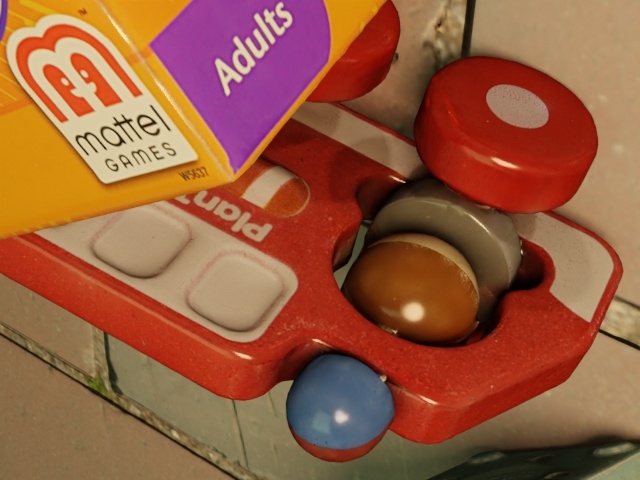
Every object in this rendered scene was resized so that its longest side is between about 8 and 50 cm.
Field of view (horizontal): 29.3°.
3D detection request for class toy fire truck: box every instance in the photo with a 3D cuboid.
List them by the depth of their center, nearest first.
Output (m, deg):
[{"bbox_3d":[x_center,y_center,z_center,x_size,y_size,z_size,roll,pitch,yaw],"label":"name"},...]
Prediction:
[{"bbox_3d":[0.000,0.000,0.659,0.302,0.254,0.169,30,134,9],"label":"toy fire truck"}]

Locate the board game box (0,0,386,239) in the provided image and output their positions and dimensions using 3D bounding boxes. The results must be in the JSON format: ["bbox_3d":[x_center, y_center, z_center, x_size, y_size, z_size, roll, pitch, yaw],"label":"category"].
[{"bbox_3d":[-0.157,-0.240,0.528,0.356,0.356,0.356,-11,124,45],"label":"board game box"}]

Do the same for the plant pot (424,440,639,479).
[{"bbox_3d":[0.135,0.263,0.743,0.247,0.247,0.252,-16,88,47],"label":"plant pot"}]
